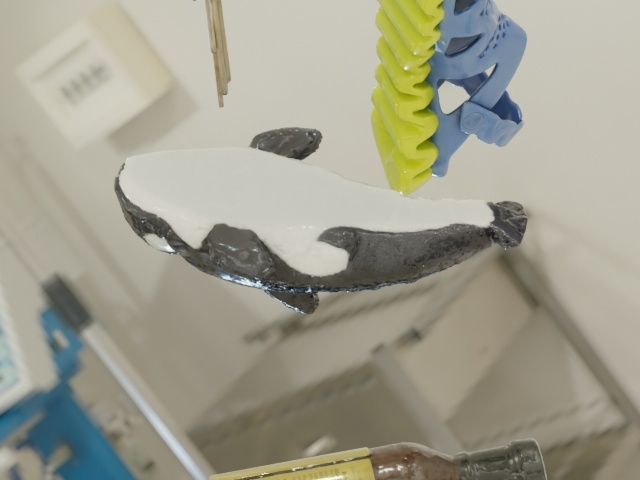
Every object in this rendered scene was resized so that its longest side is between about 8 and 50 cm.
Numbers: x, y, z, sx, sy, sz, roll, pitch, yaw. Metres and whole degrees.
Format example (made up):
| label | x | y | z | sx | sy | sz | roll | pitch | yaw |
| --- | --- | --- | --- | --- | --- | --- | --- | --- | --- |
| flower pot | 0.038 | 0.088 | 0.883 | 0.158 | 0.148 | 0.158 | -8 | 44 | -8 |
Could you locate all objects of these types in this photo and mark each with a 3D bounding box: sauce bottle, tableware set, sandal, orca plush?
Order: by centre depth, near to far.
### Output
| label | x | y | z | sx | sy | sz | roll | pitch | yaw |
| --- | --- | --- | --- | --- | --- | --- | --- | --- | --- |
| tableware set | -0.066 | -0.163 | 1.008 | 0.020 | 0.141 | 0.168 | -7 | -31 | -3 |
| orca plush | 0.000 | 0.000 | 1.362 | 0.287 | 0.102 | 0.151 | -3 | 43 | -5 |
| sandal | 0.123 | -0.181 | 1.737 | 0.138 | 0.126 | 0.317 | -11 | -39 | -11 |
| sauce bottle | 0.039 | 0.249 | 1.788 | 0.344 | 0.111 | 0.111 | -9 | 10 | -2 |
